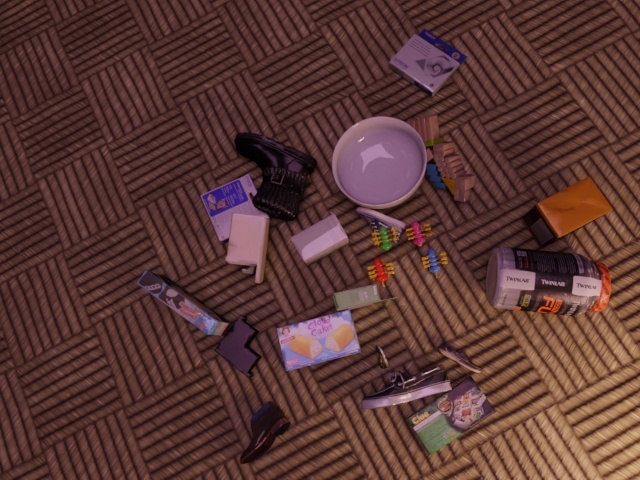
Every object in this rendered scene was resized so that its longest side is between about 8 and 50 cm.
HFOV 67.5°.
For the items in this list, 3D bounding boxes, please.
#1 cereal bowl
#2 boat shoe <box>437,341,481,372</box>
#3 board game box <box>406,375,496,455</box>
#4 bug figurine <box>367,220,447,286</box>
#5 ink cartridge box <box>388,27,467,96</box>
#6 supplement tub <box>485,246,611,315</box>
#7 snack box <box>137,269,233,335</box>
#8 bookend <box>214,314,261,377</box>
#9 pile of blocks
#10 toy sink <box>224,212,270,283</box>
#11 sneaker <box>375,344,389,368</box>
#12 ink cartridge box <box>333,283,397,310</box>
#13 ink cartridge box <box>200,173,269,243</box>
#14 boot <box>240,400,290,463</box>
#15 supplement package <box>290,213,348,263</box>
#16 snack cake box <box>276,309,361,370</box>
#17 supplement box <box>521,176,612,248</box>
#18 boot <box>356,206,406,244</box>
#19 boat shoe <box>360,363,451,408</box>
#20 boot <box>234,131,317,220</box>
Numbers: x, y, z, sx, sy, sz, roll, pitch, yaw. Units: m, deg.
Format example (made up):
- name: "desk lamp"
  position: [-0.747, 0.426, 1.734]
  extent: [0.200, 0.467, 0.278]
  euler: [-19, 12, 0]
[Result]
- name: "cereal bowl"
  position: [0.214, -0.269, 1.745]
  extent: [0.340, 0.141, 0.338]
  euler: [-2, 77, 9]
- name: "boat shoe"
  position: [0.473, 0.394, 1.612]
  extent: [0.152, 0.056, 0.049]
  euler: [27, 87, 12]
- name: "board game box"
  position: [0.433, 0.580, 1.590]
  extent: [0.260, 0.030, 0.136]
  euler: [-32, 78, -1]
- name: "bug figurine"
  position: [0.295, 0.043, 1.686]
  extent: [0.280, 0.072, 0.216]
  euler: [-9, 96, 0]
- name: "ink cartridge box"
  position: [0.422, -0.708, 1.872]
  extent: [0.223, 0.045, 0.224]
  euler: [39, 84, 14]
- name: "supplement tub"
  position: [0.731, 0.135, 1.562]
  extent: [0.339, 0.207, 0.206]
  euler: [5, 78, 9]
- name: "snack box"
  position: [-0.474, 0.226, 1.697]
  extent: [0.322, 0.187, 0.060]
  euler: [33, 83, 12]
- name: "bookend"
  position: [-0.262, 0.373, 1.698]
  extent: [0.156, 0.072, 0.157]
  euler: [34, 83, 12]
- name: "pile of blocks"
  position: [0.445, -0.300, 1.762]
  extent: [0.113, 0.149, 0.361]
  euler: [-23, 83, -43]
- name: "toy sink"
  position: [-0.263, 0.028, 1.710]
  extent: [0.131, 0.153, 0.233]
  euler: [6, 89, -1]
- name: "sneaker"
  position: [0.207, 0.404, 1.654]
  extent: [0.035, 0.031, 0.083]
  euler: [-26, 76, 1]
- name: "ink cartridge box"
  position: [0.155, 0.196, 1.668]
  extent: [0.210, 0.109, 0.062]
  euler: [-13, 77, 4]
- name: "ink cartridge box"
  position: [-0.324, -0.122, 1.830]
  extent: [0.209, 0.045, 0.206]
  euler: [-25, 76, -1]
- name: "boot"
  position: [-0.208, 0.657, 1.640]
  extent: [0.219, 0.082, 0.106]
  euler: [-44, 54, 0]
- name: "supplement package"
  position: [0.000, 0.000, 1.733]
  extent: [0.180, 0.105, 0.105]
  euler: [-29, 76, -1]
- name: "snack cake box"
  position: [-0.005, 0.346, 1.664]
  extent: [0.265, 0.089, 0.152]
  euler: [-15, 77, 3]
- name: "supplement box"
  position: [0.817, -0.088, 1.607]
  extent: [0.192, 0.194, 0.129]
  euler: [-27, 76, 0]
- name: "boot"
  position: [0.209, -0.053, 1.738]
  extent: [0.190, 0.069, 0.085]
  euler: [22, 85, 9]
- name: "boat shoe"
  position: [0.275, 0.482, 1.589]
  extent: [0.307, 0.113, 0.104]
  euler: [-15, 70, 1]
- name: "boot"
  position: [-0.208, -0.242, 1.790]
  extent: [0.348, 0.131, 0.259]
  euler: [22, 77, 10]
